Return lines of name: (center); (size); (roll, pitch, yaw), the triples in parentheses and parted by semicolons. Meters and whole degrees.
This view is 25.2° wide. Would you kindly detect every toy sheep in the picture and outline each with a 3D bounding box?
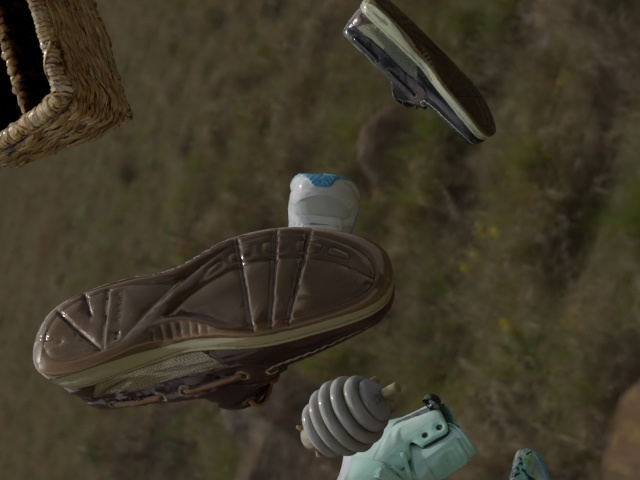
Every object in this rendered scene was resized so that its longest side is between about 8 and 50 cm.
toy sheep: (0.031, 0.179, 1.482); (0.132, 0.091, 0.091); (-39, 27, 25)

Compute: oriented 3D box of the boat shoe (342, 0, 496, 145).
boat shoe: (0.079, -0.130, 1.144); (0.049, 0.152, 0.056); (-45, -15, 26)

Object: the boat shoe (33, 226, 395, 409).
boat shoe: (-0.083, 0.087, 1.278); (0.123, 0.342, 0.123); (-90, -23, -44)

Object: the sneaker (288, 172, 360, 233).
sneaker: (0.000, 0.000, 1.714); (0.228, 0.087, 0.092); (94, -179, -58)

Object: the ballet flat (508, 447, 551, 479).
ballet flat: (0.241, 0.335, 1.640); (0.070, 0.070, 0.188); (170, 85, -76)

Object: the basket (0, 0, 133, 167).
basket: (-0.370, -0.240, 1.573); (0.223, 0.213, 0.299); (5, -113, -80)

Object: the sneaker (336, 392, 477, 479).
sneaker: (0.098, 0.271, 1.600); (0.151, 0.094, 0.256); (-27, 25, 19)
